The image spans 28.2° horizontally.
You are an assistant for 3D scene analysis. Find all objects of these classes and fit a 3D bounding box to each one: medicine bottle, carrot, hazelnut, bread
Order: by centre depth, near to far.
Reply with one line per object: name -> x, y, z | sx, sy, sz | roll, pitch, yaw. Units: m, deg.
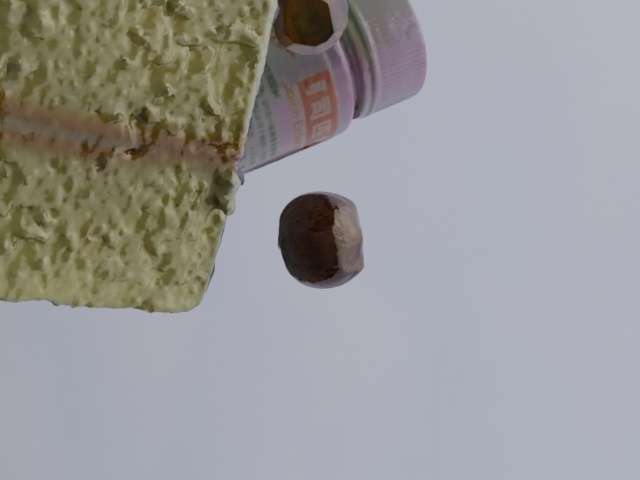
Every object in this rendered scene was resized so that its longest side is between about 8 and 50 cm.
bread -> -0.172, -0.093, 0.932 | 0.198, 0.236, 0.263 | 44, -59, 59
carrot -> -0.011, -0.218, 1.221 | 0.260, 0.070, 0.070 | -98, -162, -78
medicine bottle -> -0.068, -0.220, 1.718 | 0.219, 0.388, 0.219 | 52, -24, 35
hazelnut -> 0.000, 0.000, 2.004 | 0.143, 0.143, 0.154 | 10, -71, 61
